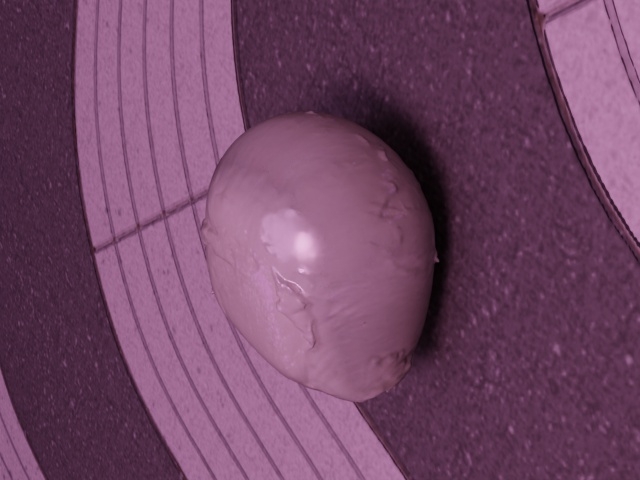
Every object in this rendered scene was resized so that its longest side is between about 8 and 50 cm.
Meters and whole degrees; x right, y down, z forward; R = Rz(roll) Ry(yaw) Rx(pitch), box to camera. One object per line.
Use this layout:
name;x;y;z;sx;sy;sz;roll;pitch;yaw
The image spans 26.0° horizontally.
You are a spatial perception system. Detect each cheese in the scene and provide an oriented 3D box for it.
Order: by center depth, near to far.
cheese;0.000;0.000;1.040;0.198;0.154;0.189;40;148;40
